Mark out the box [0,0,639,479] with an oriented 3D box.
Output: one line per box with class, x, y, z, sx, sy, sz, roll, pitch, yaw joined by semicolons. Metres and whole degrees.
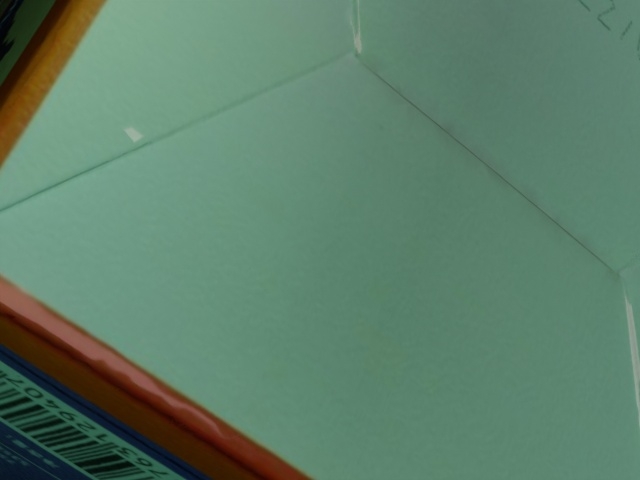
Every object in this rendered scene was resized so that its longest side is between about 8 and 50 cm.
box;0.000;0.000;0.598;0.348;0.257;0.319;36;60;-22
